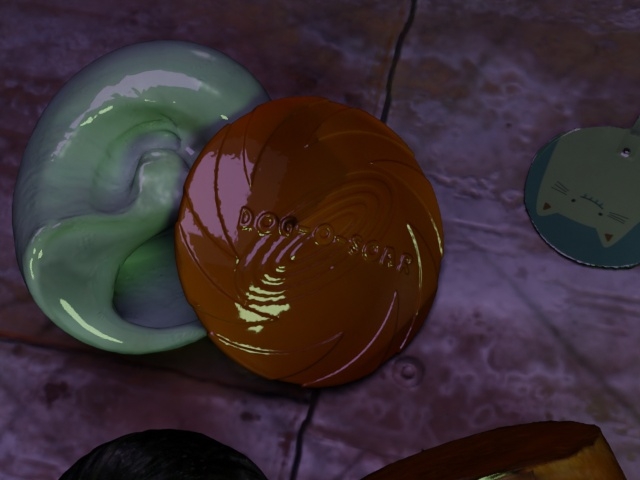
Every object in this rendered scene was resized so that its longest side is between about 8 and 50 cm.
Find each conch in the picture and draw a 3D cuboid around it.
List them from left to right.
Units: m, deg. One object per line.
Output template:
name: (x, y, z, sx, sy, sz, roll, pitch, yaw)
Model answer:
conch: (-0.111, -0.026, 0.858, 0.185, 0.121, 0.221, 30, 70, 9)

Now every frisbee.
frisbee: (0.000, 0.000, 0.835, 0.192, 0.035, 0.192, 1, 86, -24)

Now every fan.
fan: (0.215, -0.057, 0.917, 0.113, 0.005, 0.175, 26, 69, 14)

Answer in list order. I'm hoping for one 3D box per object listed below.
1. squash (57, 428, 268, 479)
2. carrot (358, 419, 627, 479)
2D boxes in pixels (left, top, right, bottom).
squash: (-0.098, 0.204, 0.727, 0.193, 0.156, 0.193, -26, 26, 14)
carrot: (0.109, 0.242, 0.675, 0.193, 0.214, 0.331, -14, 68, -2)
